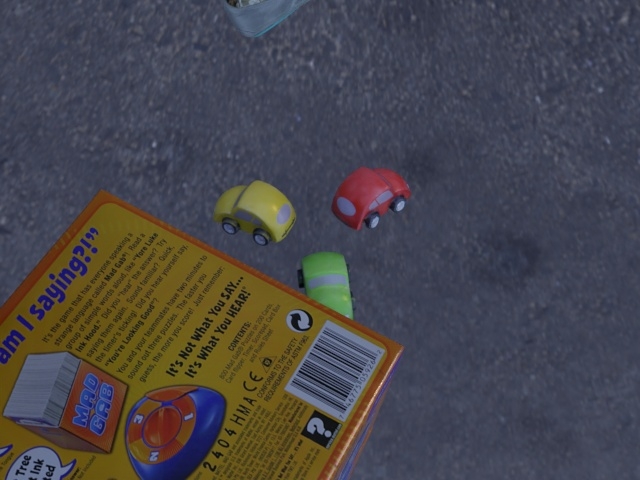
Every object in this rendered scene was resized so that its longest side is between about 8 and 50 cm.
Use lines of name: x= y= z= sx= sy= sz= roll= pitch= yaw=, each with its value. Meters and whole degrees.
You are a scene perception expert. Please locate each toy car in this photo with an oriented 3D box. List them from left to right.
toy car: x=0.000 y=0.000 z=1.267 sx=0.239 sy=0.225 sz=0.053 roll=-7 pitch=138 yaw=-4

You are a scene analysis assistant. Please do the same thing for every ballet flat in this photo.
ballet flat: x=-0.020 y=-0.312 z=1.299 sx=0.213 sy=0.072 sz=0.068 roll=-28 pitch=128 yaw=16

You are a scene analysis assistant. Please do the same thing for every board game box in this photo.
board game box: x=-0.176 y=0.243 z=1.157 sx=0.356 sy=0.356 sz=0.356 roll=27 pitch=146 yaw=9
